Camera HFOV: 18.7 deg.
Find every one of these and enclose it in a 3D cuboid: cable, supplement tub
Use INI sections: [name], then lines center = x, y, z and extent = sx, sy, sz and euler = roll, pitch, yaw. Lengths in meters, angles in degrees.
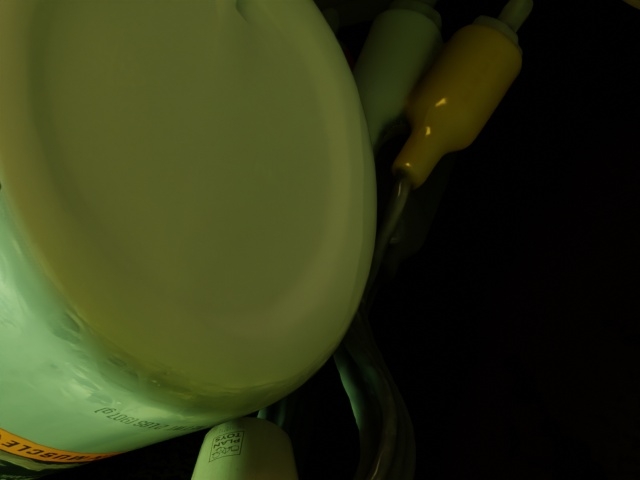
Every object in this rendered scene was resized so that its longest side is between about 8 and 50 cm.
[cable]
center = 0.000, 0.000, 0.811
extent = 0.139, 0.072, 0.287
euler = -4, 44, 27
[supplement tub]
center = -0.161, 0.003, 0.775
extent = 0.338, 0.207, 0.207
euler = -20, 35, 40

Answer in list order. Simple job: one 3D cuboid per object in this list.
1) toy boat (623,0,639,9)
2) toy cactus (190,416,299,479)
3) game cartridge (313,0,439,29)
[toy boat]
center = 0.237, -0.214, 0.807
extent = 0.318, 0.148, 0.267
euler = -37, 15, -21
[toy cactus]
center = -0.036, 0.133, 0.651
extent = 0.219, 0.112, 0.180
euler = -27, 37, 22
[game cartridge]
center = -0.017, -0.146, 0.837
extent = 0.198, 0.297, 0.062
euler = -9, 82, 34
